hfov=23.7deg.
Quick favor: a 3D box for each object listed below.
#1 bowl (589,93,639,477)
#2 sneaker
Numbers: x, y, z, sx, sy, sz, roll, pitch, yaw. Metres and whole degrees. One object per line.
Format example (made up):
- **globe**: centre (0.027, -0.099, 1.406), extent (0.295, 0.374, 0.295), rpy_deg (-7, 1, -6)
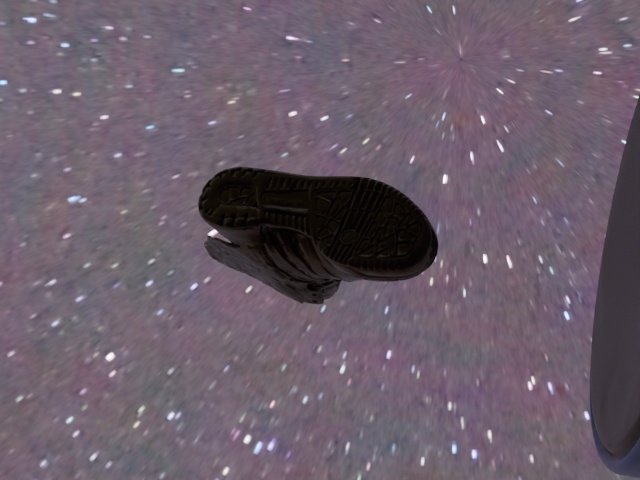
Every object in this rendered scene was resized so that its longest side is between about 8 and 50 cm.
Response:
- **bowl**: centre (0.267, -0.012, 1.073), extent (0.077, 0.391, 0.391), rpy_deg (11, -82, 1)
- **sneaker**: centre (-0.001, 0.002, 0.821), extent (0.170, 0.089, 0.051), rpy_deg (14, -112, 32)
